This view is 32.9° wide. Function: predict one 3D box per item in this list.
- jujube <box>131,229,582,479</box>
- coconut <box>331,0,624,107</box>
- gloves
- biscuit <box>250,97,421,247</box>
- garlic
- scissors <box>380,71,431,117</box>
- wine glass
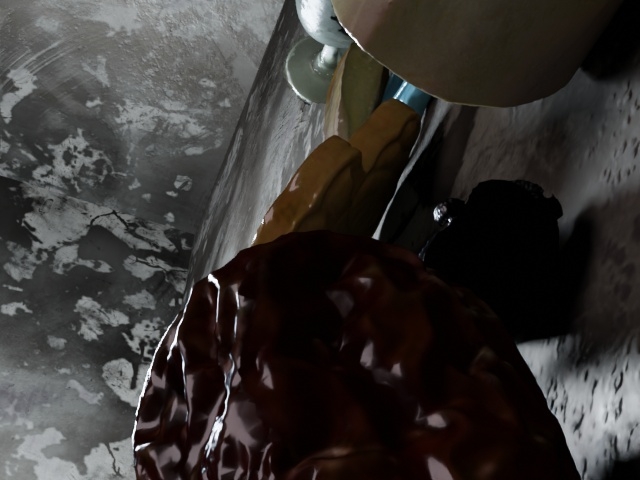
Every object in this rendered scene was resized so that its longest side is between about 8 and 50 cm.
[{"bbox_3d":[0.025,0.174,0.667,0.377,0.276,0.276,-106,33,-49],"label":"jujube"},{"bbox_3d":[0.131,-0.225,0.867,0.244,0.239,0.239,121,162,-44],"label":"coconut"},{"bbox_3d":[0.131,0.033,0.852,0.180,0.106,0.129,60,-142,-69],"label":"gloves"},{"bbox_3d":[0.000,0.000,1.245,0.351,0.057,0.312,-60,-14,20],"label":"biscuit"},{"bbox_3d":[0.047,-0.178,1.502,0.101,0.087,0.195,49,-127,-87],"label":"garlic"},{"bbox_3d":[0.152,-0.240,1.261,0.447,0.029,0.192,125,160,-58],"label":"scissors"},{"bbox_3d":[0.024,-0.317,1.543,0.321,0.143,0.143,102,-179,-70],"label":"wine glass"}]
